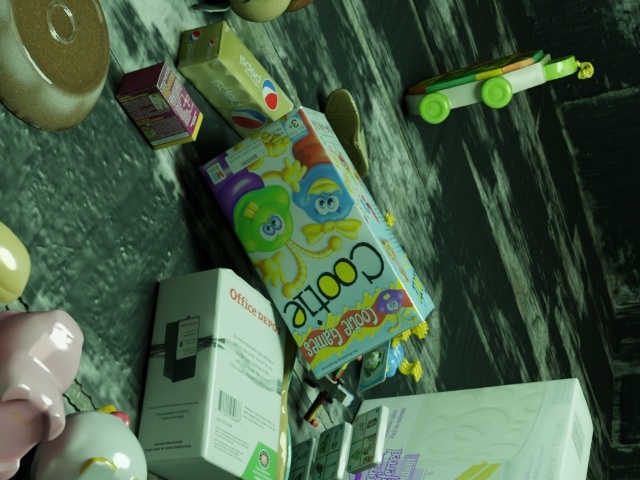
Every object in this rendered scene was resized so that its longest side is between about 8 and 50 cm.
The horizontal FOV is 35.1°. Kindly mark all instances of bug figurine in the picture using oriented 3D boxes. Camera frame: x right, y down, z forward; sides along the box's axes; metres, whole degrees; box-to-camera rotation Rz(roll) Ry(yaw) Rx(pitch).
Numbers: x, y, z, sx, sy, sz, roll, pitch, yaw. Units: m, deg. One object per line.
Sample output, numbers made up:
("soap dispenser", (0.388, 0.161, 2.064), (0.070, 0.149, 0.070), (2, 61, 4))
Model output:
("bug figurine", (0.092, 0.078, 1.569), (0.216, 0.072, 0.279), (-31, 105, -70))

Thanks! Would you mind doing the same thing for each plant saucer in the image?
("plant saucer", (-0.258, -0.204, 0.965), (0.198, 0.036, 0.198), (32, 53, -58))

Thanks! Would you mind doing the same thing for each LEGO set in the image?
("LEGO set", (0.038, 0.205, 1.278), (0.060, 0.182, 0.244), (34, 45, -24))

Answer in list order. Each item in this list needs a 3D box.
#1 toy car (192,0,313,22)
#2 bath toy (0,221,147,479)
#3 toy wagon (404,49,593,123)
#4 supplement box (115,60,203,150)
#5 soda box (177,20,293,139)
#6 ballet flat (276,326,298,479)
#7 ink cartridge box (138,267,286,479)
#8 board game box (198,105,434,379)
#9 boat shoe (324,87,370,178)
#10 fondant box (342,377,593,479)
("toy car", (-0.080, -0.338, 1.282), (0.188, 0.155, 0.149), (-50, 127, -44))
("bath toy", (-0.251, 0.095, 0.778), (0.151, 0.129, 0.348), (-40, 126, -11))
("toy wagon", (0.337, -0.302, 1.909), (0.267, 0.344, 0.068), (-41, 116, -62))
("supplement box", (-0.174, -0.145, 1.101), (0.083, 0.055, 0.043), (58, 31, -41))
("soda box", (-0.102, -0.191, 1.262), (0.181, 0.061, 0.058), (45, 43, -51))
("ballet flat", (-0.076, 0.198, 1.188), (0.073, 0.080, 0.232), (24, 52, -28))
("ink cartridge box", (-0.111, 0.154, 1.085), (0.153, 0.087, 0.208), (46, 41, -51))
("board game box", (0.000, 0.000, 1.190), (0.275, 0.142, 0.144), (60, 11, 4))
("boat shoe", (0.043, -0.171, 1.586), (0.049, 0.056, 0.152), (-68, 151, -57))
("fondant box", (0.187, 0.308, 1.376), (0.096, 0.330, 0.238), (68, 27, -21))
